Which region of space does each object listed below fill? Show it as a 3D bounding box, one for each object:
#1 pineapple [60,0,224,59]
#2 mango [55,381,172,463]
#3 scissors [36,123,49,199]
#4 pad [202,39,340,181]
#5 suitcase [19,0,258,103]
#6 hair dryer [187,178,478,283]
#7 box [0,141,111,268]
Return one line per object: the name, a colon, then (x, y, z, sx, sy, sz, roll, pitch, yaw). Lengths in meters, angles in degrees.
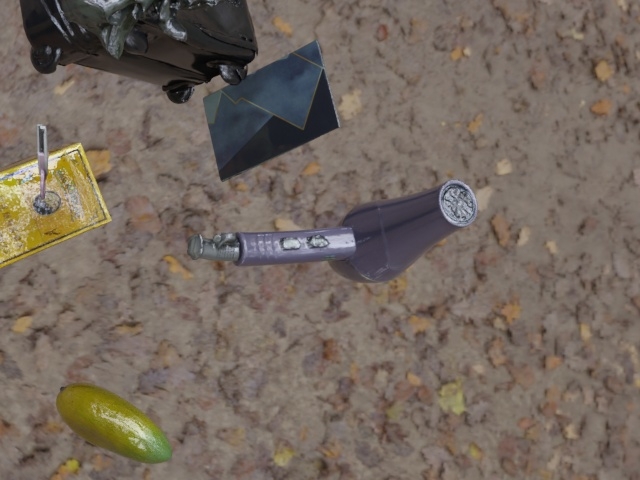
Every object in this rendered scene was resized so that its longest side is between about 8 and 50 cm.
pineapple: (-0.115, -0.235, 0.654, 0.119, 0.237, 0.111, 56, 27, -18)
mango: (-0.389, 0.342, 1.503, 0.237, 0.137, 0.091, 18, 55, 15)
scissors: (-0.512, -0.153, 1.471, 0.022, 0.176, 0.085, 3, 56, -15)
pad: (-0.088, -0.215, 1.337, 0.004, 0.243, 0.164, 14, 58, -60)
suitcase: (-0.251, -0.382, 1.097, 0.345, 0.188, 0.339, -3, 79, -63)
hair dryer: (0.000, 0.000, 1.070, 0.361, 0.301, 0.121, -6, 79, -28)
box: (-0.633, -0.073, 1.733, 0.301, 0.084, 0.193, -27, 113, -24)
